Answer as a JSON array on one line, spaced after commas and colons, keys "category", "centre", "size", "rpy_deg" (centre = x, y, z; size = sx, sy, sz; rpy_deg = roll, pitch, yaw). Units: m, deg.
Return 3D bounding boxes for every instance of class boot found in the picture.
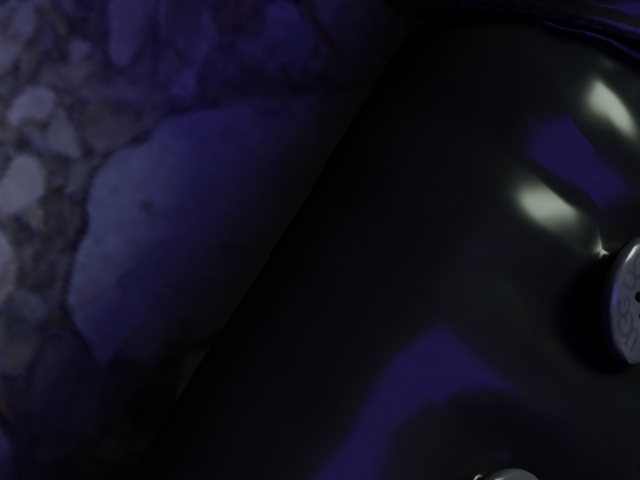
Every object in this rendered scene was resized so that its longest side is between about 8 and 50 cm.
[{"category": "boot", "centre": [0.002, 0.001, 0.375], "size": [0.367, 0.146, 0.445], "rpy_deg": [36, 81, -26]}]
